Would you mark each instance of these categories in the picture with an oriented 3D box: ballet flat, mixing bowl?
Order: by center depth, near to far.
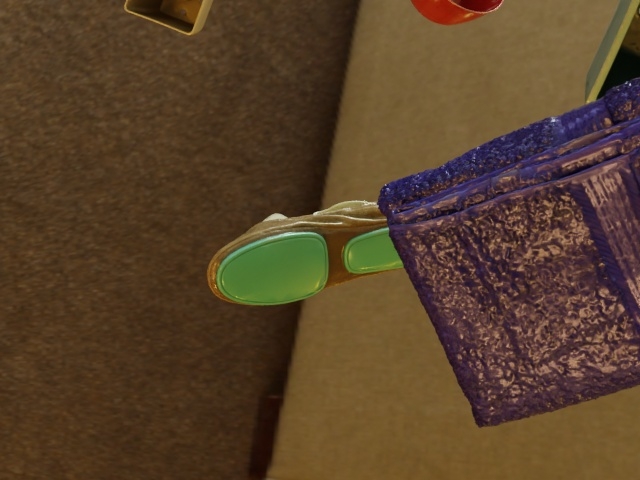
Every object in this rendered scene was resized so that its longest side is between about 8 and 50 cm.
[{"bbox_3d":[0.000,0.000,1.589,0.342,0.124,0.116,-14,122,-19],"label":"ballet flat"},{"bbox_3d":[0.214,-0.435,2.055,0.181,0.098,0.181,16,55,-25],"label":"mixing bowl"}]

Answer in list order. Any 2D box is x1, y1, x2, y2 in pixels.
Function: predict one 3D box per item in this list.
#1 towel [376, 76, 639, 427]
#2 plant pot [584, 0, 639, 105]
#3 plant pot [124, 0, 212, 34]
[{"bbox_3d":[0.215,0.010,0.904,0.227,0.308,0.076,64,24,-9],"label":"towel"},{"bbox_3d":[0.517,-0.284,1.702,0.247,0.252,0.247,19,113,-3],"label":"plant pot"},{"bbox_3d":[-0.203,-0.360,1.746,0.096,0.109,0.109,-12,123,-79],"label":"plant pot"}]
